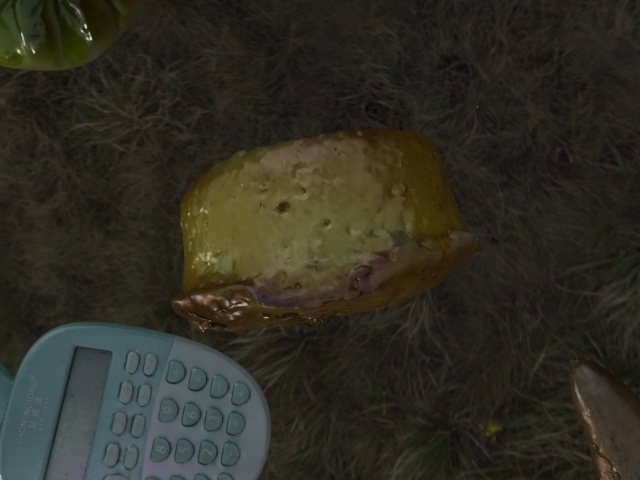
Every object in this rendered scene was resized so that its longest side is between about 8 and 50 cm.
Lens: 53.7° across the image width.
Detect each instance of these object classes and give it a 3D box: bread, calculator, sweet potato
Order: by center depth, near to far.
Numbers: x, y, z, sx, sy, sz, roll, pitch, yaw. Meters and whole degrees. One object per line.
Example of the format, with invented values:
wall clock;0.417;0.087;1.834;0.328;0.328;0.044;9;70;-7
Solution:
sweet potato;0.334;0.254;0.602;0.341;0.092;0.114;42;67;-10
calculator;-0.195;0.174;0.606;0.296;0.042;0.183;11;75;-9
bread;-0.321;-0.264;0.703;0.261;0.158;0.156;-14;118;-26
bread;0.000;0.000;0.817;0.399;0.398;0.215;-13;83;16
